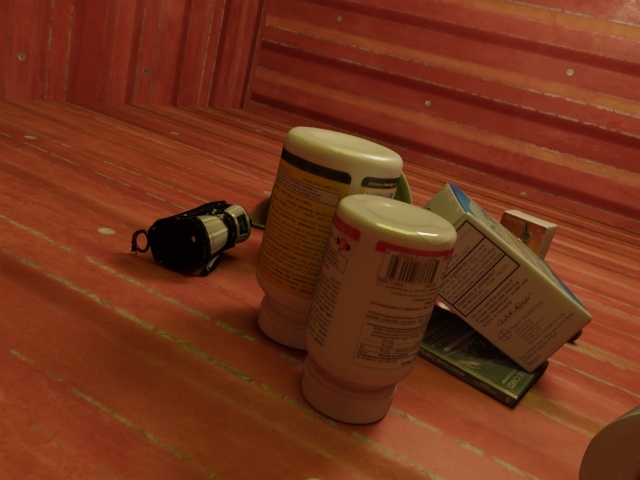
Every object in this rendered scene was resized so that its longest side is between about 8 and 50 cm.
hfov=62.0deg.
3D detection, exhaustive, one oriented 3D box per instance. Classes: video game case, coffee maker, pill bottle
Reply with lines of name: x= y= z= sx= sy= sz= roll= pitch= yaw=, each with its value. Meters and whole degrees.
video game case: x=0.261 y=0.194 z=0.989 sx=0.274 sy=0.026 sz=0.196 roll=27 pitch=22 yaw=31
coffee maker: x=-0.252 y=-0.021 z=1.074 sx=0.171 sy=0.120 sz=0.178 roll=19 pitch=18 yaw=14
pill bottle: x=0.000 y=0.000 z=0.867 sx=0.188 sy=0.333 sz=0.188 roll=14 pitch=19 yaw=-5
pill bottle: x=0.067 y=0.093 z=0.727 sx=0.160 sy=0.283 sz=0.160 roll=13 pitch=19 yaw=-5

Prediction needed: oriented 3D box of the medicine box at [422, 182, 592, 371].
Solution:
medicine box: x=0.314 y=0.055 z=1.009 sx=0.289 sy=0.149 sz=0.263 roll=40 pitch=18 yaw=-6

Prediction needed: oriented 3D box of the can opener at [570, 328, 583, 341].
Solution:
can opener: x=0.446 y=0.142 z=1.204 sx=0.280 sy=0.093 sz=0.074 roll=28 pitch=23 yaw=11

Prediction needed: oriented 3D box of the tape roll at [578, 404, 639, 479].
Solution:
tape roll: x=0.390 y=0.276 z=0.545 sx=0.072 sy=0.219 sz=0.219 roll=-2 pitch=25 yaw=-40

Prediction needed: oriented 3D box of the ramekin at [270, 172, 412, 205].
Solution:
ramekin: x=0.033 y=-0.069 z=1.167 sx=0.303 sy=0.303 sz=0.148 roll=9 pitch=13 yaw=-17

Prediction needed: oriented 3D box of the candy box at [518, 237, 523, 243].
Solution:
candy box: x=0.560 y=0.084 z=1.383 sx=0.105 sy=0.027 sz=0.206 roll=-10 pitch=60 yaw=-55

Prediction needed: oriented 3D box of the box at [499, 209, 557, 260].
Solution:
box: x=0.562 y=0.015 z=1.501 sx=0.130 sy=0.170 sz=0.091 roll=28 pitch=23 yaw=36

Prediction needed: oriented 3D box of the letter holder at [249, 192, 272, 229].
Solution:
letter holder: x=-0.066 y=-0.126 z=1.472 sx=0.215 sy=0.152 sz=0.302 roll=13 pitch=19 yaw=2
